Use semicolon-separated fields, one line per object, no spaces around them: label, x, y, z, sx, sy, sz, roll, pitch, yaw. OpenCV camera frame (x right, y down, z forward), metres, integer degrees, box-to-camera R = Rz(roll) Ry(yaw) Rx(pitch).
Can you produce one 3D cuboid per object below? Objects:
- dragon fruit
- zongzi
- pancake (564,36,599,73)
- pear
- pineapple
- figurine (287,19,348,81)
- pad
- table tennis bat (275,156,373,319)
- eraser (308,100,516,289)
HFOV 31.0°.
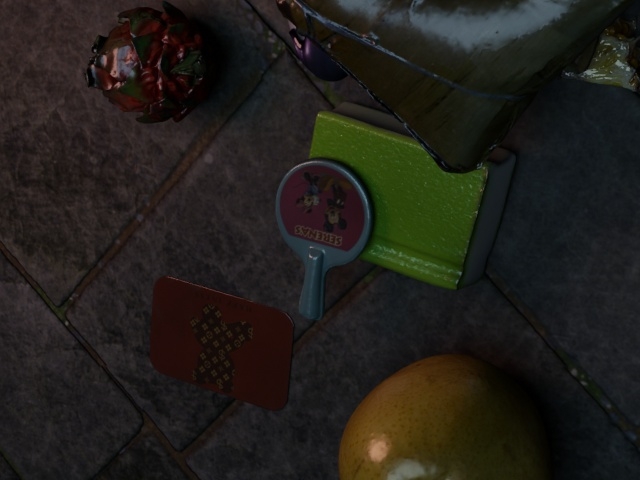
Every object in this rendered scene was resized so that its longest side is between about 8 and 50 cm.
dragon fruit;-0.247;-0.262;1.706;0.188;0.182;0.182;31;117;1
zongzi;0.158;-0.305;1.355;0.356;0.174;0.393;39;137;-6
pancake;0.261;-0.284;1.468;0.235;0.029;0.212;-39;70;51
pear;0.174;0.309;1.576;0.314;0.314;0.314;8;108;25
pineapple;0.351;-0.236;1.457;0.116;0.069;0.137;-35;89;30
figurine;0.021;-0.328;1.562;0.145;0.145;0.222;2;102;27
pad;-0.166;0.167;1.881;0.267;0.004;0.181;14;110;24
table tennis bat;0.000;0.000;1.640;0.153;0.040;0.244;18;114;25
eraser;0.114;-0.061;1.618;0.274;0.092;0.210;21;117;22
